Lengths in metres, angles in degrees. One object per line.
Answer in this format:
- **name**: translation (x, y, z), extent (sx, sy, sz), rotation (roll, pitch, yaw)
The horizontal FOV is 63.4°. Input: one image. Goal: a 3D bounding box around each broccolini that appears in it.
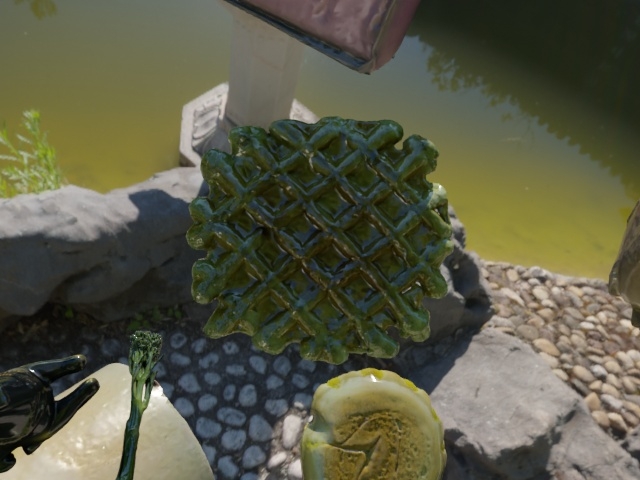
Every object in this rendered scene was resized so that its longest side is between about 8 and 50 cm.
- **broccolini**: translation (-0.160, 0.141, 0.442), extent (0.030, 0.035, 0.140), rotation (31, 39, -35)

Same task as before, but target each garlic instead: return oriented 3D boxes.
- **garlic**: translation (0.300, -0.011, 0.417), extent (0.087, 0.195, 0.101), rotation (30, 59, 16)

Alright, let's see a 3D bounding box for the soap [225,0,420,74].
- **soap**: translation (-0.033, -0.263, 0.374), extent (0.259, 0.181, 0.081), rotation (30, 39, 10)

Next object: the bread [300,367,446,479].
- **bread**: translation (0.070, 0.282, 0.703), extent (0.213, 0.105, 0.213), rotation (0, 78, 1)

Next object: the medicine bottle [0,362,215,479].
- **medicine bottle**: translation (-0.329, 0.332, 0.522), extent (0.236, 0.235, 0.406), rotation (44, 45, 15)

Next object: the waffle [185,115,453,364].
- **waffle**: translation (0.000, 0.000, 0.356), extent (0.183, 0.036, 0.169), rotation (0, 91, 1)

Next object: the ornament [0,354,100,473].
- **ornament**: translation (-0.289, 0.146, 0.342), extent (0.202, 0.236, 0.080), rotation (-32, 82, -3)
